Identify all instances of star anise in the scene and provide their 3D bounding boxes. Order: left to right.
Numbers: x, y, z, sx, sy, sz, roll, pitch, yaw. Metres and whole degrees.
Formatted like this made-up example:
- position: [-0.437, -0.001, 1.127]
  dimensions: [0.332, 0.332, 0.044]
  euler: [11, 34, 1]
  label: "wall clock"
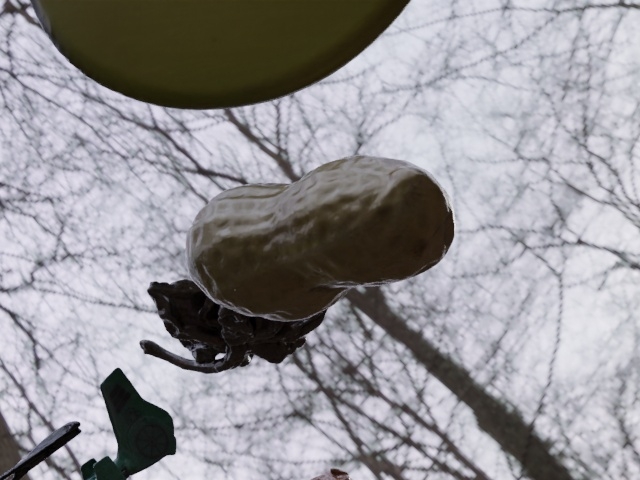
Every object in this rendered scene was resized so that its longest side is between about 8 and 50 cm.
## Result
- position: [-0.101, 0.095, 1.253]
  dimensions: [0.209, 0.089, 0.231]
  euler: [13, -35, -24]
  label: "star anise"

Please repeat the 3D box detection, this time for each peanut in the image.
- position: [0.000, 0.000, 0.919]
  dimensions: [0.123, 0.256, 0.124]
  euler: [16, -111, -49]
  label: "peanut"

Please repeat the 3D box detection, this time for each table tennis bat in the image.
- position: [-0.104, -0.172, 0.565]
  dimensions: [0.054, 0.368, 0.224]
  euler: [21, -108, -67]
  label: "table tennis bat"

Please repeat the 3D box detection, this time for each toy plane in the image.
- position: [-0.275, 0.280, 1.003]
  dimensions: [0.381, 0.106, 0.155]
  euler: [-37, -86, -22]
  label: "toy plane"

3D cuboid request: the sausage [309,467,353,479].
- position: [0.055, 0.396, 1.363]
  dimensions: [0.086, 0.086, 0.289]
  euler: [-33, -69, -15]
  label: "sausage"
